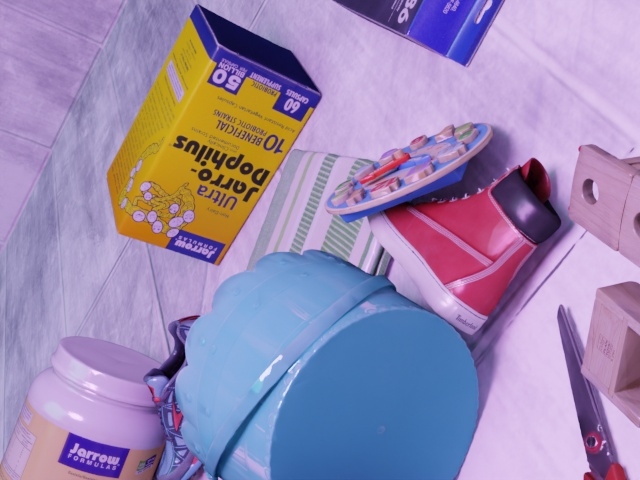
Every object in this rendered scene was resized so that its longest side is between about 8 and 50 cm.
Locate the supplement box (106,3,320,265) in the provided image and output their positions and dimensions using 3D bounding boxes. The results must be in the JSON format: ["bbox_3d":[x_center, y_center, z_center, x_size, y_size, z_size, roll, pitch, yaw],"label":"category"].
[{"bbox_3d":[-0.190,-0.171,1.408,0.356,0.194,0.195,-57,33,21],"label":"supplement box"}]

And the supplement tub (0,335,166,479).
[{"bbox_3d":[-0.385,0.348,1.367,0.241,0.241,0.331,27,96,59],"label":"supplement tub"}]

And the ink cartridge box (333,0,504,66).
[{"bbox_3d":[0.134,-0.357,1.136,0.165,0.065,0.333,-62,32,12],"label":"ink cartridge box"}]

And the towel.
[{"bbox_3d":[0.000,0.000,1.165,0.325,0.038,0.248,18,87,61],"label":"towel"}]

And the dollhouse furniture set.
[{"bbox_3d":[0.278,0.022,0.660,0.129,0.129,0.184,-127,33,-56],"label":"dollhouse furniture set"}]

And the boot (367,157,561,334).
[{"bbox_3d":[0.153,-0.032,0.904,0.176,0.088,0.244,-53,33,11],"label":"boot"}]

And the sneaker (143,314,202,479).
[{"bbox_3d":[-0.221,0.240,1.282,0.104,0.125,0.262,-3,70,58],"label":"sneaker"}]

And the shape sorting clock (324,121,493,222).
[{"bbox_3d":[0.096,-0.084,0.949,0.206,0.040,0.206,-26,17,9],"label":"shape sorting clock"}]

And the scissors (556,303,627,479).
[{"bbox_3d":[0.241,0.184,0.693,0.109,0.021,0.297,-27,49,52],"label":"scissors"}]

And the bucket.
[{"bbox_3d":[0.009,0.156,0.844,0.183,0.281,0.281,20,90,56],"label":"bucket"}]
